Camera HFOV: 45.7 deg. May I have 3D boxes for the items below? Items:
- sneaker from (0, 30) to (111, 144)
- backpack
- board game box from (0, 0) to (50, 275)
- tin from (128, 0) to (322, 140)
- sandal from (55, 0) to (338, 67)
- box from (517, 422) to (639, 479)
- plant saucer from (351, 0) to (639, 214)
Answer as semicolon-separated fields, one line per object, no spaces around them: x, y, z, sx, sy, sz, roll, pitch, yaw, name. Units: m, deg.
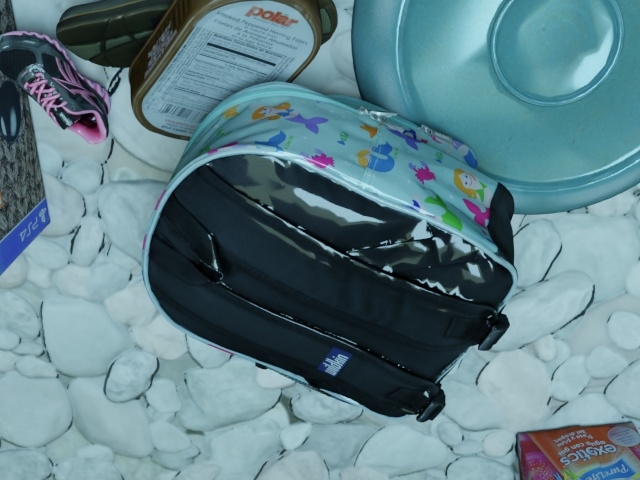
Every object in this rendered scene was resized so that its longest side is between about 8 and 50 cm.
-0.210;-0.117;0.603;0.047;0.057;0.119;-29;145;18;sneaker
0.000;0.000;0.589;0.253;0.191;0.225;20;131;-11;backpack
-0.326;-0.100;0.547;0.141;0.232;0.291;0;115;2;board game box
-0.073;-0.135;0.574;0.106;0.040;0.190;6;152;-36;tin
-0.097;-0.180;0.594;0.219;0.060;0.090;-4;159;12;sandal
0.276;0.327;0.769;0.123;0.128;0.257;-7;114;6;box
0.183;-0.160;0.601;0.318;0.043;0.317;1;115;2;plant saucer
